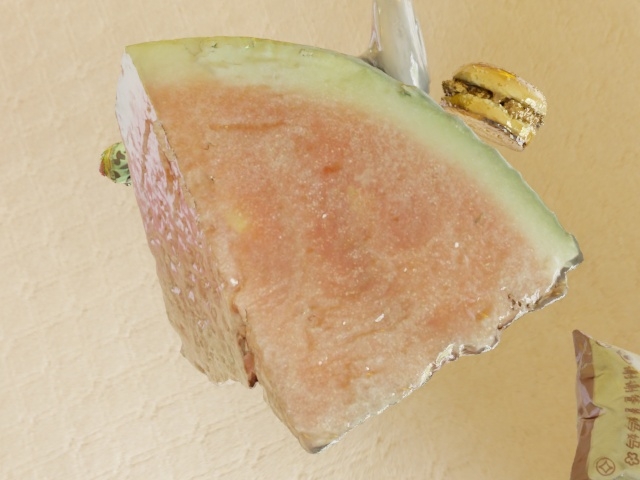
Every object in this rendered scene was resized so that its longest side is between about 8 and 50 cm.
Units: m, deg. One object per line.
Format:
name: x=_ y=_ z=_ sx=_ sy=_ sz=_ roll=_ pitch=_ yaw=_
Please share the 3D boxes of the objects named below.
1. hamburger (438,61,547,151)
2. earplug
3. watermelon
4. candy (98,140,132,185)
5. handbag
hamburger: x=0.300 y=-0.244 z=1.470 sx=0.191 sy=0.182 sz=0.118 roll=25 pitch=88 yaw=41
earplug: x=0.099 y=-0.281 z=1.418 sx=0.175 sy=0.214 sz=0.326 roll=17 pitch=74 yaw=25
watermelon: x=0.000 y=0.000 z=0.539 sx=0.310 sy=0.193 sz=0.232 roll=22 pitch=85 yaw=-28
candy: x=-0.287 y=-0.152 z=1.639 sx=0.305 sy=0.091 sz=0.083 roll=0 pitch=62 yaw=5
handbag: x=0.363 y=0.213 z=0.857 sx=0.235 sy=0.213 sz=0.127 roll=25 pitch=126 yaw=-1
